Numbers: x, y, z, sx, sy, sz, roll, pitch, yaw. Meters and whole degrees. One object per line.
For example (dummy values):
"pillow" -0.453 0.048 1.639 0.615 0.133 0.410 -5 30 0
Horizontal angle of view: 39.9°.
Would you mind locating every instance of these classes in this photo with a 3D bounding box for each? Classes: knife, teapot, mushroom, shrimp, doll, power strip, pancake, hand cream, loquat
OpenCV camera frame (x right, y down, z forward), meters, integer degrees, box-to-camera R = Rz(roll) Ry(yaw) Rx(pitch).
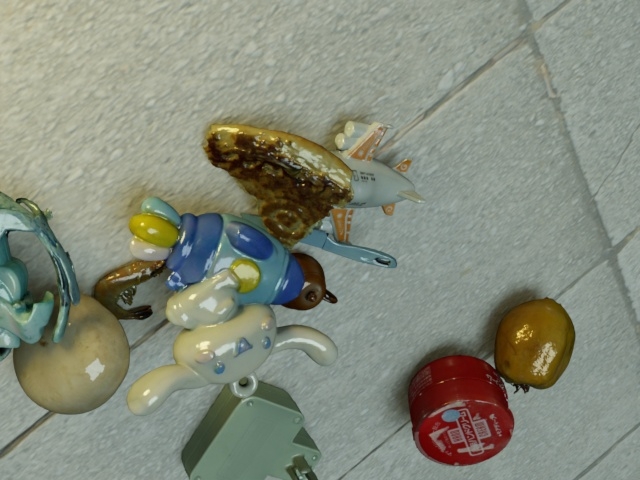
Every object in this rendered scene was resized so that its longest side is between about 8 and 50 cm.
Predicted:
"knife" 0.000 0.000 1.628 0.312 0.019 0.045 15 131 -12
"teapot" -0.033 0.087 1.667 0.173 0.116 0.116 24 103 -38
"mushroom" -0.402 0.187 1.481 0.204 0.204 0.204 -14 122 -23
"shrimp" -0.308 0.084 1.556 0.178 0.034 0.124 -28 130 -12
"doll" -0.156 0.091 1.480 0.376 0.187 0.366 -16 100 -48
"power strip" -0.116 0.427 1.796 0.261 0.141 0.229 28 101 -35
"pancake" -0.073 -0.090 1.539 0.265 0.057 0.245 13 134 5
"hand cream" 0.307 0.377 1.961 0.230 0.149 0.230 -2 125 -3
"loquat" 0.481 0.240 2.002 0.187 0.176 0.234 20 92 -42

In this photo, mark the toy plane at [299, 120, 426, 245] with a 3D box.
"toy plane" 0.074 -0.104 1.617 0.244 0.117 0.245 -15 124 -23

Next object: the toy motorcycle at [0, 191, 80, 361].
"toy motorcycle" -0.484 0.054 1.342 0.206 0.154 0.260 -16 104 2
